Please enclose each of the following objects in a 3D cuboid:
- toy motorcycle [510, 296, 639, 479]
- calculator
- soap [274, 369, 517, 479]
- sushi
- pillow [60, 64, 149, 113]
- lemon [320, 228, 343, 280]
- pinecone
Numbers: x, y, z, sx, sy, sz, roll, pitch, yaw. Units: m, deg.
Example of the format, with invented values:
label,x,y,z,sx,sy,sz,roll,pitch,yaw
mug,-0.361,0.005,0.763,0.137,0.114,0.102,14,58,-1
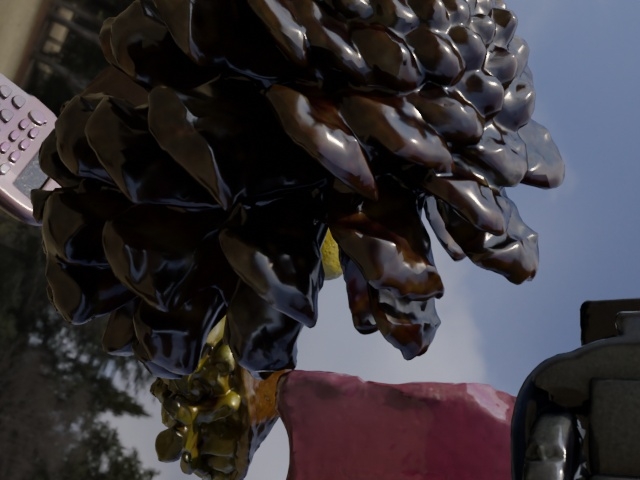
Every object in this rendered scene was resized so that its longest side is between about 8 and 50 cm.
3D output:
label,x,y,z,sx,sy,sz,roll,pitch,yaw
toy motorcycle,0.155,0.198,0.353,0.125,0.212,0.359,-4,-99,25
calculator,-0.230,-0.068,0.650,0.024,0.166,0.103,-27,-152,32
soap,0.084,0.191,0.699,0.359,0.232,0.128,85,11,-75
sushi,-0.104,0.097,0.819,0.167,0.179,0.297,33,-62,45
pillow,-0.220,-0.199,1.418,0.307,0.305,0.108,-38,-165,10
lemon,0.000,0.000,1.163,0.109,0.109,0.133,-14,-124,65
pinecone,-0.017,-0.040,0.440,0.309,0.244,0.244,-35,-147,30
